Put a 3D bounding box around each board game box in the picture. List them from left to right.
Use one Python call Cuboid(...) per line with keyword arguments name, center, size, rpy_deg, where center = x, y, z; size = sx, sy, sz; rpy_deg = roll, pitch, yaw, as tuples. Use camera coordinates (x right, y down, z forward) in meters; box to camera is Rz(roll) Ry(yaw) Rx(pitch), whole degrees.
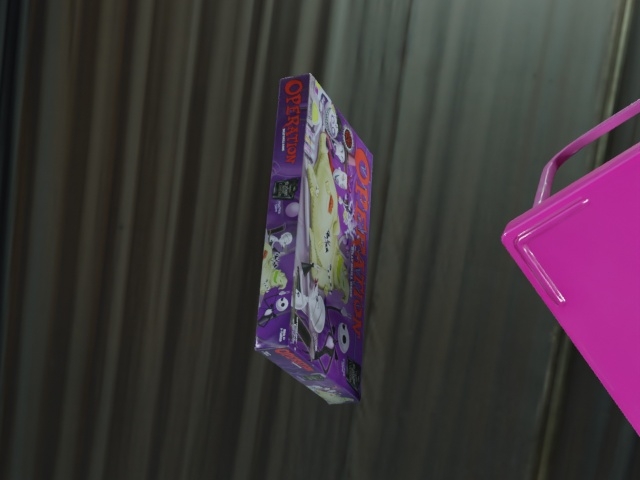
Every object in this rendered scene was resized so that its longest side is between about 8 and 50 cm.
Cuboid(name="board game box", center=(0.000, 0.000, 1.230), size=(0.056, 0.347, 0.208), rpy_deg=(-6, -26, 19))

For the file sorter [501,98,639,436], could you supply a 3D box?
Cuboid(name="file sorter", center=(0.274, 0.036, 0.560), size=(0.202, 0.291, 0.182), rpy_deg=(-34, 6, 24))
